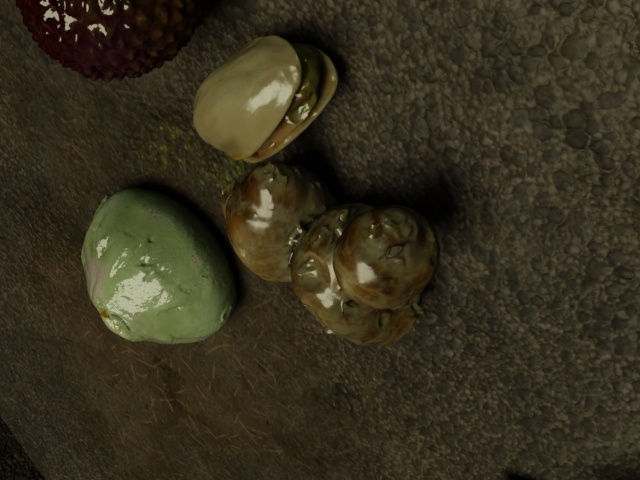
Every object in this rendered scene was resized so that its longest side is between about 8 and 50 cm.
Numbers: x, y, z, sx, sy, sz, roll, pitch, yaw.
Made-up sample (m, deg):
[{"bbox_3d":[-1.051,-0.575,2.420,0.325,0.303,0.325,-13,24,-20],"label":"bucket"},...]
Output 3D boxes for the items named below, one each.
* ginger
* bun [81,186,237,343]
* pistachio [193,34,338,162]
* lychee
[{"bbox_3d":[0.000,0.000,1.118,0.375,0.176,0.256,29,158,35],"label":"ginger"},{"bbox_3d":[-0.292,0.067,1.401,0.293,0.187,0.293,23,131,29],"label":"bun"},{"bbox_3d":[-0.077,-0.181,1.082,0.215,0.144,0.144,-27,101,40],"label":"pistachio"},{"bbox_3d":[-0.257,-0.312,1.064,0.271,0.271,0.271,22,132,26],"label":"lychee"}]
